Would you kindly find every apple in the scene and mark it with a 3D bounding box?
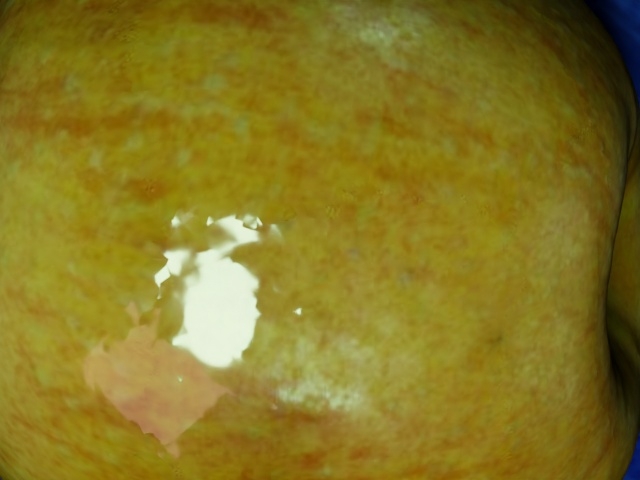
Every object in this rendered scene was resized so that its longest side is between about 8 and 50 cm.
[{"bbox_3d":[0.000,0.000,0.783,0.275,0.299,0.299,9,144,4],"label":"apple"}]
